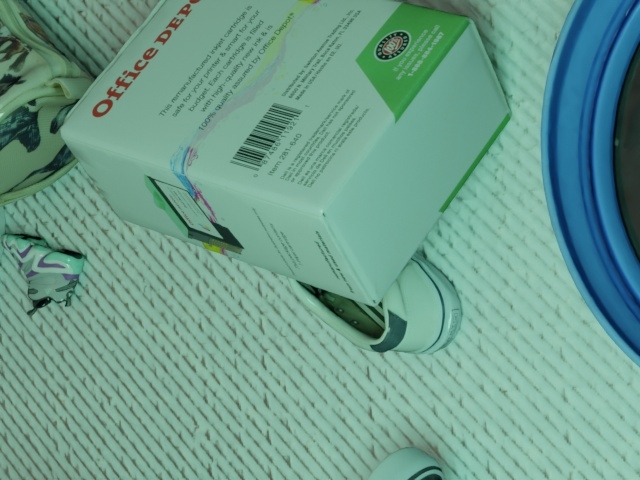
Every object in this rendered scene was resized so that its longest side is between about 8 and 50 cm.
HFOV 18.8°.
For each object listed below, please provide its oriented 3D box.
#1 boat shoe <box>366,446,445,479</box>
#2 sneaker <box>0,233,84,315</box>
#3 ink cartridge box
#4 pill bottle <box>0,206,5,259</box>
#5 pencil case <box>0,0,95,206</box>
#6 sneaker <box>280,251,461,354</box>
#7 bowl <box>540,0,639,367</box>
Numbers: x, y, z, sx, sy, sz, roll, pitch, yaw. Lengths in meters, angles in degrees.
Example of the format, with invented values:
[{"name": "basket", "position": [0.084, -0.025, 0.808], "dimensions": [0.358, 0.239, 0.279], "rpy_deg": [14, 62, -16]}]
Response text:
[{"name": "boat shoe", "position": [0.059, 0.308, 1.468], "dimensions": [0.102, 0.108, 0.301], "rpy_deg": [24, 106, 37]}, {"name": "sneaker", "position": [-0.263, 0.034, 1.773], "dimensions": [0.098, 0.038, 0.069], "rpy_deg": [20, 100, 37]}, {"name": "ink cartridge box", "position": [-0.029, -0.090, 1.485], "dimensions": [0.278, 0.117, 0.201], "rpy_deg": [18, 61, 38]}, {"name": "pill bottle", "position": [-0.454, -0.014, 1.737], "dimensions": [0.188, 0.334, 0.188], "rpy_deg": [-2, 87, 38]}, {"name": "pencil case", "position": [-0.352, -0.207, 1.774], "dimensions": [0.410, 0.160, 0.183], "rpy_deg": [50, 128, 28]}, {"name": "sneaker", "position": [0.000, 0.000, 1.531], "dimensions": [0.258, 0.091, 0.094], "rpy_deg": [36, 110, 33]}, {"name": "bowl", "position": [0.335, -0.068, 1.238], "dimensions": [0.391, 0.077, 0.391], "rpy_deg": [-3, 84, 27]}]
